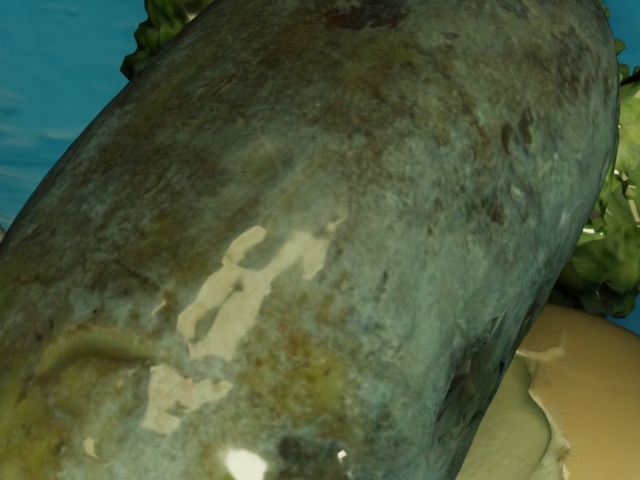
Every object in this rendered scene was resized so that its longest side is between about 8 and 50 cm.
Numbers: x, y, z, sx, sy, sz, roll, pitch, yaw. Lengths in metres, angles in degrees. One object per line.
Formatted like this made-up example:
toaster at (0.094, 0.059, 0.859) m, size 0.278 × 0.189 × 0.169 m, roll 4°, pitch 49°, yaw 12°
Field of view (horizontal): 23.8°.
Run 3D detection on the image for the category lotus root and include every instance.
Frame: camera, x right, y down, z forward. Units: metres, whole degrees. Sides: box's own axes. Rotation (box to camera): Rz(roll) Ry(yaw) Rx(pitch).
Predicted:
lotus root at (0.002, 0.001, 0.512) m, size 0.175 × 0.175 × 0.349 m, roll 33°, pitch 70°, yaw 9°

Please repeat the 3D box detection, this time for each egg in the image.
egg at (0.095, 0.130, 0.643) m, size 0.244 × 0.201 × 0.201 m, roll 20°, pitch 58°, yaw -38°

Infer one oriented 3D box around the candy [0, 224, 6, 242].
candy at (-0.151, 0.163, 0.588) m, size 0.208 × 0.145 × 0.358 m, roll -40°, pitch 73°, yaw 15°

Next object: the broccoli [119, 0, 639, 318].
broccoli at (0.063, -0.128, 0.735) m, size 0.277 × 0.317 × 0.338 m, roll 24°, pitch 89°, yaw -24°
